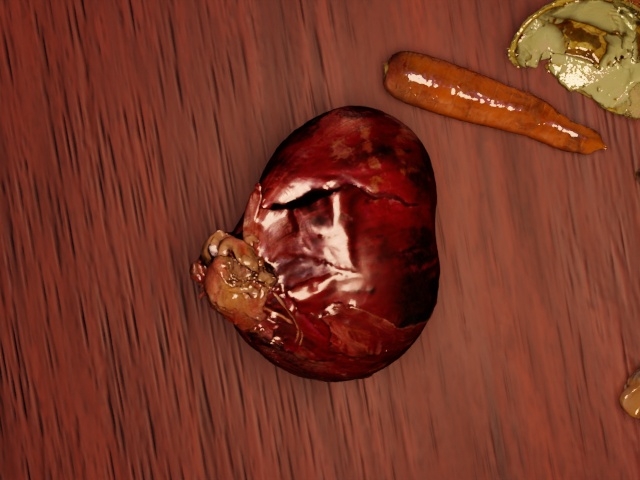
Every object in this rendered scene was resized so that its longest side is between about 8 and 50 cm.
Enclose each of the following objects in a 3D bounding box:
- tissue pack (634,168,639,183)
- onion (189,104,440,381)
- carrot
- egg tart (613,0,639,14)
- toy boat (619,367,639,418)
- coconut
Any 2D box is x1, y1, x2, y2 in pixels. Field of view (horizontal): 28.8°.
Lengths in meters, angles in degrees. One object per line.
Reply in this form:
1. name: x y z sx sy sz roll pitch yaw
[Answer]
1. tissue pack: 0.378 -0.048 1.235 0.060 0.148 0.108 -45 88 4
2. onion: 0.016 0.001 1.221 0.281 0.221 0.281 -14 114 -35
3. carrot: 0.180 -0.140 1.293 0.248 0.059 0.059 19 91 -1
4. egg tart: 0.334 -0.277 1.287 0.129 0.049 0.128 0 89 -3
5. toy boat: 0.479 0.035 1.238 0.445 0.136 0.162 -42 112 1
6. coconut: 0.283 -0.193 1.266 0.158 0.055 0.133 38 125 -4
